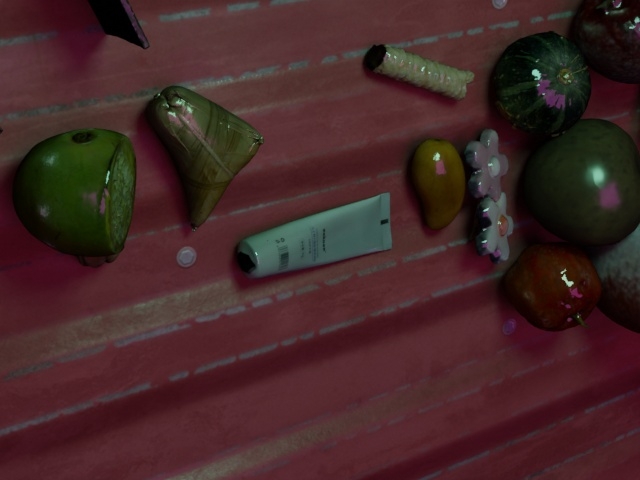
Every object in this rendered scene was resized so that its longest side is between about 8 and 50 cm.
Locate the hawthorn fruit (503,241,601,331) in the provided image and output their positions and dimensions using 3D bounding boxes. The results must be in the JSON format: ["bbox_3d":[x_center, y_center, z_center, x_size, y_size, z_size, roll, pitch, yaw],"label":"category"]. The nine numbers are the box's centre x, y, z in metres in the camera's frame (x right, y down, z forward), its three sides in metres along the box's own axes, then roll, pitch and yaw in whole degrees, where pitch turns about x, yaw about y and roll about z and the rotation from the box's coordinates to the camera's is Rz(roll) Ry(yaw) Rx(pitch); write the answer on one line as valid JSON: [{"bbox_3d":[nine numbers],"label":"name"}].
[{"bbox_3d":[0.465,0.102,1.909,0.179,0.200,0.179,-20,148,-13],"label":"hawthorn fruit"}]

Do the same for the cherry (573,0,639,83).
[{"bbox_3d":[0.606,-0.408,1.843,0.300,0.203,0.230,21,93,-47],"label":"cherry"}]

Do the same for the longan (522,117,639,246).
[{"bbox_3d":[0.509,-0.105,1.857,0.246,0.215,0.245,2,99,15],"label":"longan"}]

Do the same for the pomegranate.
[{"bbox_3d":[-0.358,-0.067,1.437,0.159,0.241,0.189,4,80,4],"label":"pomegranate"}]

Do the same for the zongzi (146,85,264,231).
[{"bbox_3d":[-0.210,-0.129,1.530,0.194,0.099,0.197,30,96,-33],"label":"zongzi"}]

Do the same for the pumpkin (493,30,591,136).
[{"bbox_3d":[0.408,-0.287,1.794,0.190,0.146,0.190,5,72,-14],"label":"pumpkin"}]

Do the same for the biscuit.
[{"bbox_3d":[0.179,-0.298,1.715,0.219,0.055,0.061,13,118,-33],"label":"biscuit"}]

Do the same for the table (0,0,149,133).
[{"bbox_3d":[-0.419,-0.334,1.290,0.251,0.196,0.282,-36,122,-17],"label":"table"}]

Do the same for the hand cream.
[{"bbox_3d":[0.000,0.000,1.712,0.321,0.067,0.109,-15,111,-30],"label":"hand cream"}]

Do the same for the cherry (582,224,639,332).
[{"bbox_3d":[0.702,0.037,1.953,0.291,0.335,0.326,27,86,-32],"label":"cherry"}]

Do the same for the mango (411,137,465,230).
[{"bbox_3d":[0.220,-0.102,1.784,0.102,0.085,0.184,-27,122,-21],"label":"mango"}]

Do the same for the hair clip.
[{"bbox_3d":[0.319,-0.080,1.850,0.146,0.075,0.256,-26,119,-45],"label":"hair clip"}]
